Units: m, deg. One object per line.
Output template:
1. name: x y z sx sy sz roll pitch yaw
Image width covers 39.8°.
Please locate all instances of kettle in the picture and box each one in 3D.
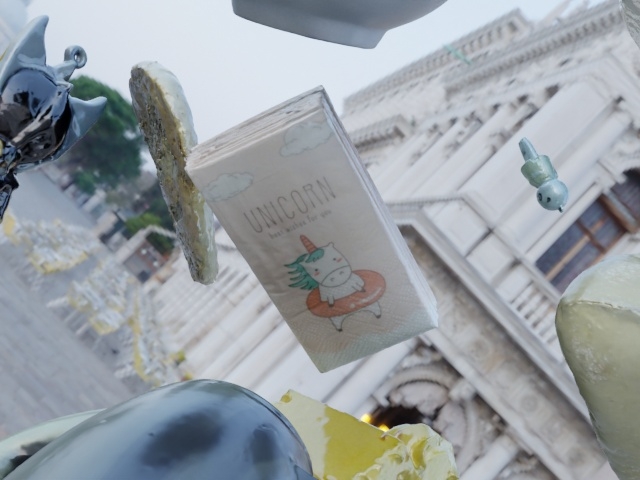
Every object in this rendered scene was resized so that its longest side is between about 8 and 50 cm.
1. kettle: -0.156 0.218 0.576 0.320 0.324 0.228 3 -61 25

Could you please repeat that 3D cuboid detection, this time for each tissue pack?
1. tissue pack: 0.000 0.000 1.013 0.071 0.170 0.325 -93 157 -55

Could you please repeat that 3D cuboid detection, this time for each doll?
1. doll: -0.379 -0.127 1.090 0.145 0.316 0.103 41 -34 -23

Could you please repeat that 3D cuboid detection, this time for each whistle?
1. whistle: 0.242 -0.071 0.966 0.035 0.035 0.100 63 5 -61

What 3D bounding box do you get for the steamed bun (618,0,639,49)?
1. steamed bun: 0.585 -0.290 1.130 0.374 0.241 0.374 43 8 -8

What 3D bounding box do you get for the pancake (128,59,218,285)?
1. pancake: -0.214 -0.099 1.325 0.356 0.065 0.356 165 -90 -78

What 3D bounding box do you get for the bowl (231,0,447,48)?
1. bowl: 0.003 -0.272 0.822 0.345 0.157 0.345 13 16 -4

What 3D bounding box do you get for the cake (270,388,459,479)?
1. cake: 0.010 0.326 1.068 0.227 0.286 0.222 15 -54 42

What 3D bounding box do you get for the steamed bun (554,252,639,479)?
1. steamed bun: 0.300 0.082 0.695 0.110 0.212 0.231 14 -36 51
